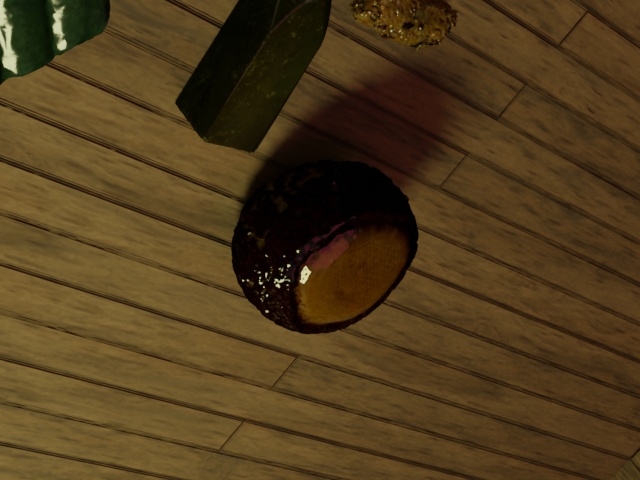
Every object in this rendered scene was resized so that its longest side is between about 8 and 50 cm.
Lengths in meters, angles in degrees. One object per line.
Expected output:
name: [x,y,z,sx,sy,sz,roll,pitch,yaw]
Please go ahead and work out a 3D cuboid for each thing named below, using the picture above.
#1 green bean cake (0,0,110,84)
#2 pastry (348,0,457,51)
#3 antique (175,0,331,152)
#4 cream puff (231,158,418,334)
green bean cake: [-0.368,-0.244,1.491,0.308,0.300,0.169,-28,142,-23]
pastry: [0.100,-0.272,2.082,0.140,0.056,0.080,26,102,-44]
antique: [-0.067,-0.213,1.976,0.081,0.080,0.221,11,121,-44]
cream puff: [0.000,0.000,2.184,0.239,0.165,0.239,-24,141,-21]
